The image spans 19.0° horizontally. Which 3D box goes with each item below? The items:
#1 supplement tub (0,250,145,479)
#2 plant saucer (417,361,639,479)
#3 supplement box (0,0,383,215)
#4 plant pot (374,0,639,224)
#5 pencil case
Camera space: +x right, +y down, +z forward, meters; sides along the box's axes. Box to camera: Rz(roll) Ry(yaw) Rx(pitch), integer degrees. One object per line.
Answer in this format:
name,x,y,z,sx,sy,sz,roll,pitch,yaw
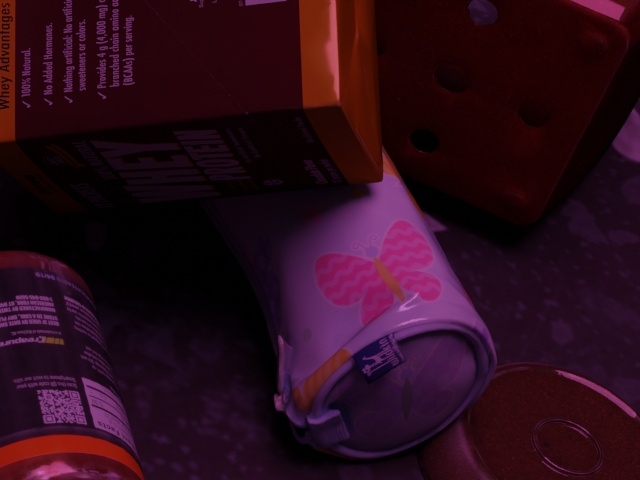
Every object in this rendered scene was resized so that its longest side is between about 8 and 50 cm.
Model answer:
supplement tub,-0.144,0.106,0.940,0.106,0.106,0.198,2,43,-24
plant saucer,0.140,0.128,1.115,0.168,0.029,0.168,13,40,-12
supplement box,-0.075,-0.129,1.054,0.194,0.129,0.191,-5,73,11
plant pot,0.116,-0.172,1.277,0.267,0.267,0.235,25,44,2
pencil case,0.000,0.000,1.130,0.113,0.124,0.273,48,12,-50
